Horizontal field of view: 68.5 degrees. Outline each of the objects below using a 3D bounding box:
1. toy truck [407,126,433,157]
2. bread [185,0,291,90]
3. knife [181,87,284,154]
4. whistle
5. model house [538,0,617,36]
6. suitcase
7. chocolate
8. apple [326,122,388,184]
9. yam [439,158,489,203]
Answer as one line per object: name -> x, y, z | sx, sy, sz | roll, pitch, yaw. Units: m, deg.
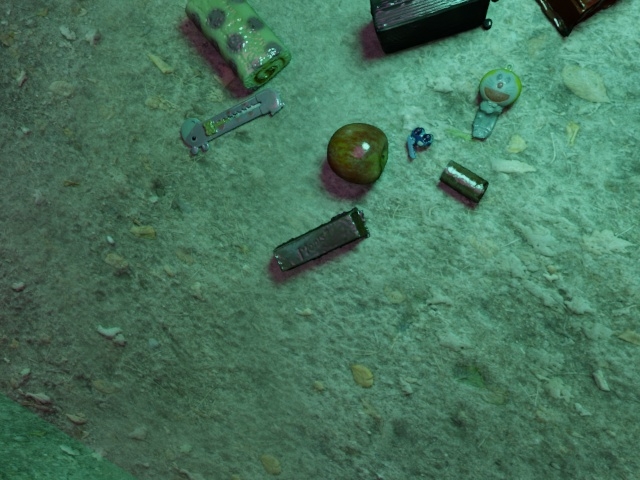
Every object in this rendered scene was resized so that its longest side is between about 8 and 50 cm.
toy truck -> 0.303, -0.303, 1.465 | 0.073, 0.056, 0.090 | 40, 116, 14
bread -> -0.270, -0.677, 1.539 | 0.187, 0.155, 0.338 | -39, 83, 10
knife -> -0.312, -0.424, 1.628 | 0.398, 0.038, 0.132 | -21, 91, 15
whistle -> 0.506, -0.405, 1.375 | 0.122, 0.123, 0.223 | 25, 114, 12
model house -> 0.735, -0.719, 1.263 | 0.253, 0.160, 0.196 | -33, 84, 13
suitcase -> 0.315, -0.666, 1.341 | 0.334, 0.229, 0.153 | -12, 90, 15
chocolate -> 0.000, 0.000, 1.535 | 0.320, 0.112, 0.112 | -24, 90, 16
apple -> 0.115, -0.267, 1.446 | 0.173, 0.188, 0.189 | 14, 98, 22
yam -> 0.435, -0.178, 1.425 | 0.141, 0.079, 0.079 | 34, 102, 12
